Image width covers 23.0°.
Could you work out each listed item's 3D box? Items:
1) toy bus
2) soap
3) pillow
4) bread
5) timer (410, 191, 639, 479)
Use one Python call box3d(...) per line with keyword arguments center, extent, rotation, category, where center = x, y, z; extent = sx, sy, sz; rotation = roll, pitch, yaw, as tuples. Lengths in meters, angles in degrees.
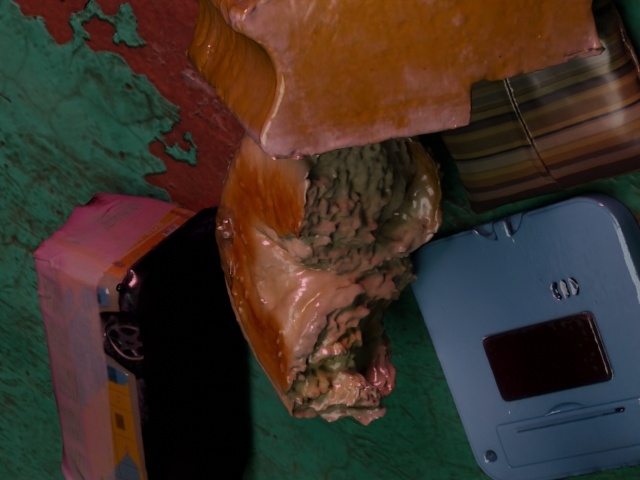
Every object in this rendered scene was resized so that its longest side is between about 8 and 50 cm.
box3d(center=(-0.188, 0.137, 1.658), extent=(0.162, 0.171, 0.386), rotation=(21, 130, 31), category="toy bus")
box3d(center=(0.042, -0.215, 1.325), extent=(0.304, 0.339, 0.169), rotation=(-13, 115, -12), category="soap")
box3d(center=(0.173, -0.132, 1.325), extent=(0.208, 0.052, 0.212), rotation=(-16, 109, 37), category="pillow")
box3d(center=(-0.002, 0.002, 1.442), extent=(0.192, 0.171, 0.314), rotation=(32, 131, 47), category="bread")
box3d(center=(0.222, 0.087, 1.447), extent=(0.232, 0.091, 0.250), rotation=(-17, 98, 38), category="timer")
